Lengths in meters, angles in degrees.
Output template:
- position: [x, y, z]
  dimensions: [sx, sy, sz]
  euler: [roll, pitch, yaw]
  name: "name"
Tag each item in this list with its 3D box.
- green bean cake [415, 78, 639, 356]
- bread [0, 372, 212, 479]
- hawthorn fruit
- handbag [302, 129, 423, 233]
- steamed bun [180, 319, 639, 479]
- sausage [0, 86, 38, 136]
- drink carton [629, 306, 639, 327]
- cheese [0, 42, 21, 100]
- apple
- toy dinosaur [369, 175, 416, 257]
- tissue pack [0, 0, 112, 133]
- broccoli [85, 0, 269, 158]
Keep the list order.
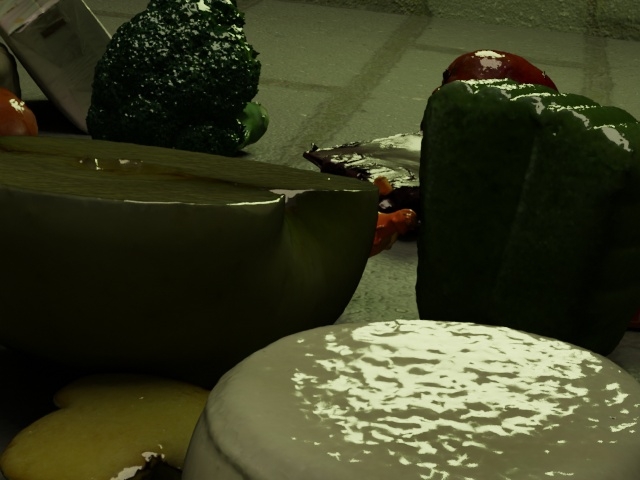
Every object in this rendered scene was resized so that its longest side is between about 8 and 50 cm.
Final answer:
- position: [0.190, -0.012, 1.289]
  dimensions: [0.222, 0.248, 0.125]
  euler: [23, 19, 34]
  name: "green bean cake"
- position: [-0.124, 0.154, 0.966]
  dimensions: [0.187, 0.065, 0.149]
  euler: [11, 27, 28]
  name: "bread"
- position: [0.244, -0.161, 1.898]
  dimensions: [0.202, 0.185, 0.185]
  euler: [21, 18, 1]
  name: "hawthorn fruit"
- position: [0.108, -0.069, 1.721]
  dimensions: [0.216, 0.074, 0.203]
  euler: [-11, 24, -38]
  name: "handbag"
- position: [0.063, 0.165, 0.782]
  dimensions: [0.283, 0.177, 0.283]
  euler: [2, 17, -1]
  name: "steamed bun"
- position: [-0.457, -0.126, 1.644]
  dimensions: [0.258, 0.133, 0.133]
  euler: [2, 18, -15]
  name: "sausage"
- position: [0.290, 0.040, 1.431]
  dimensions: [0.223, 0.071, 0.096]
  euler: [5, 16, -1]
  name: "drink carton"
- position: [-0.566, -0.216, 1.920]
  dimensions: [0.326, 0.115, 0.318]
  euler: [-4, 20, -23]
  name: "cheese"
- position: [-0.155, -0.023, 1.153]
  dimensions: [0.360, 0.320, 0.312]
  euler: [8, 54, 27]
  name: "apple"
- position: [0.000, 0.000, 1.434]
  dimensions: [0.117, 0.070, 0.288]
  euler: [-42, 18, -27]
  name: "toy dinosaur"
- position: [-0.361, -0.270, 2.012]
  dimensions: [0.124, 0.185, 0.225]
  euler: [-36, 27, -6]
  name: "tissue pack"
- position: [-0.163, -0.203, 1.854]
  dimensions: [0.254, 0.269, 0.269]
  euler: [24, 25, 33]
  name: "broccoli"
